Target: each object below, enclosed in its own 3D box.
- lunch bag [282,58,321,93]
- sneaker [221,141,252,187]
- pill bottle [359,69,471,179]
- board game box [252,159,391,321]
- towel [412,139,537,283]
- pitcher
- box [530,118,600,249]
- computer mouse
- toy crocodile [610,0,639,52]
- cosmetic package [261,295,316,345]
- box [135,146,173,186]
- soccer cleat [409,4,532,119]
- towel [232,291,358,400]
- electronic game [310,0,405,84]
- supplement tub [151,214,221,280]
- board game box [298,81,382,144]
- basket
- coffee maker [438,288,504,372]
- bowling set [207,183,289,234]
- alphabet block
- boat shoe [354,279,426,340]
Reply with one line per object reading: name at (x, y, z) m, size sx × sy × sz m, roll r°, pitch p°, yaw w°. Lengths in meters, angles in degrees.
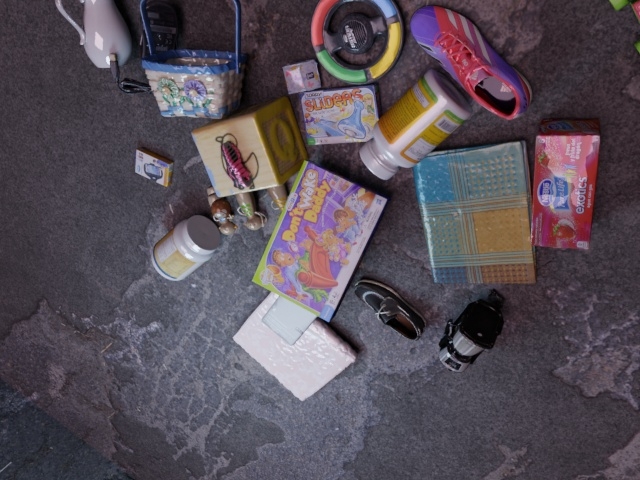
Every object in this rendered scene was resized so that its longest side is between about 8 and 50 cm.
lunch bag at (-0.044, -0.404, 1.387) m, size 0.083 × 0.053 × 0.071 m, roll -4°, pitch 116°, yaw 18°
sneaker at (-0.214, -0.178, 1.364) m, size 0.057 × 0.047 × 0.120 m, roll -11°, pitch 111°, yaw 42°
pill bottle at (0.207, -0.253, 1.283) m, size 0.136 × 0.136 × 0.245 m, roll 46°, pitch 121°, yaw -3°
board game box at (0.000, 0.000, 1.455) m, size 0.233 × 0.078 × 0.347 m, roll 26°, pitch 102°, yaw 11°
towel at (0.378, -0.058, 1.380) m, size 0.271 × 0.040 × 0.371 m, roll -2°, pitch 117°, yaw 28°
pitcher at (-0.596, -0.565, 1.491) m, size 0.125 × 0.177 × 0.207 m, roll 20°, pitch 125°, yaw 40°
box at (0.525, -0.122, 1.215) m, size 0.122 × 0.128 × 0.257 m, roll 5°, pitch 119°, yaw 24°
computer mouse at (-0.467, -0.510, 1.498) m, size 0.183 × 0.060 × 0.262 m, roll -2°, pitch 128°, yaw -12°
toy crocodile at (0.611, -0.419, 1.027) m, size 0.115 × 0.105 × 0.341 m, roll -33°, pitch 100°, yaw 35°
cosmetic package at (-0.053, 0.177, 1.619) m, size 0.127 × 0.107 × 0.238 m, roll 38°, pitch 127°, yaw 5°
box at (-0.516, -0.228, 1.727) m, size 0.136 × 0.028 × 0.081 m, roll 23°, pitch 124°, yaw 11°
soccer cleat at (0.313, -0.376, 1.187) m, size 0.318 × 0.116 × 0.109 m, roll 42°, pitch 126°, yaw -1°
towel at (-0.087, 0.333, 1.809) m, size 0.332 × 0.053 × 0.317 m, roll 42°, pitch 127°, yaw 0°
electronic game at (0.082, -0.472, 1.290) m, size 0.229 × 0.048 × 0.230 m, roll 12°, pitch 121°, yaw 20°
supplement tub at (-0.414, 0.022, 1.741) m, size 0.199 × 0.144 × 0.144 m, roll -34°, pitch 98°, yaw 35°
board game box at (0.053, -0.312, 1.399) m, size 0.201 × 0.035 × 0.136 m, roll 0°, pitch 116°, yaw 25°
basket at (-0.305, -0.452, 1.391) m, size 0.254 × 0.201 × 0.289 m, roll 6°, pitch 114°, yaw 16°
coffee maker at (0.400, 0.245, 1.478) m, size 0.120 × 0.171 × 0.178 m, roll 50°, pitch 151°, yaw 20°
bowling set at (-0.234, -0.072, 1.578) m, size 0.286 × 0.200 × 0.154 m, roll -7°, pitch 114°, yaw 33°
alphabet block at (-0.174, -0.240, 1.453) m, size 0.197 × 0.193 × 0.193 m, roll -9°, pitch 114°, yaw 29°
boat shoe at (0.191, 0.194, 1.583) m, size 0.233 × 0.079 × 0.084 m, roll 36°, pitch 128°, yaw 6°
